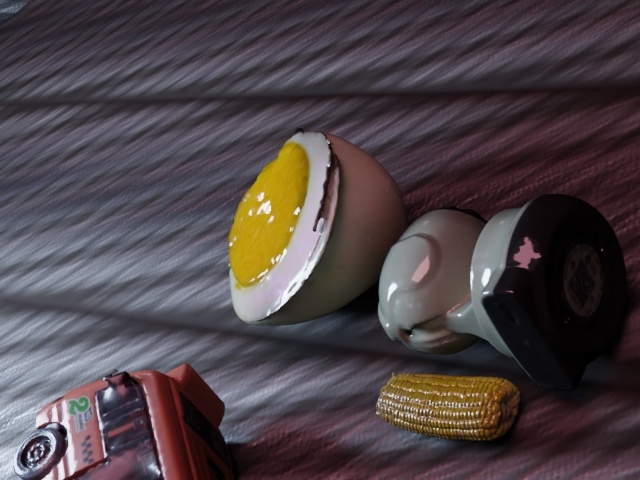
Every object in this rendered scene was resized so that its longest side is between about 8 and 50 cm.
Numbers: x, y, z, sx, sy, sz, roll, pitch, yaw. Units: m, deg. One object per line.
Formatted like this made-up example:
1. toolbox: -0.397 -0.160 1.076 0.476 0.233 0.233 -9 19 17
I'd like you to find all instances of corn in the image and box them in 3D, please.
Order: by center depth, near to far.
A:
1. corn: 0.145 0.189 1.390 0.165 0.063 0.085 3 58 39

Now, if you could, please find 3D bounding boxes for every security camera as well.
1. security camera: 0.192 0.050 1.402 0.277 0.197 0.191 -4 44 44

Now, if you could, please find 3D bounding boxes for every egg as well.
1. egg: 0.001 0.003 1.603 0.286 0.174 0.264 -45 35 37

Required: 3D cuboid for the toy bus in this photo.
1. toy bus: -0.199 0.349 1.401 0.233 0.203 0.427 -29 42 6
